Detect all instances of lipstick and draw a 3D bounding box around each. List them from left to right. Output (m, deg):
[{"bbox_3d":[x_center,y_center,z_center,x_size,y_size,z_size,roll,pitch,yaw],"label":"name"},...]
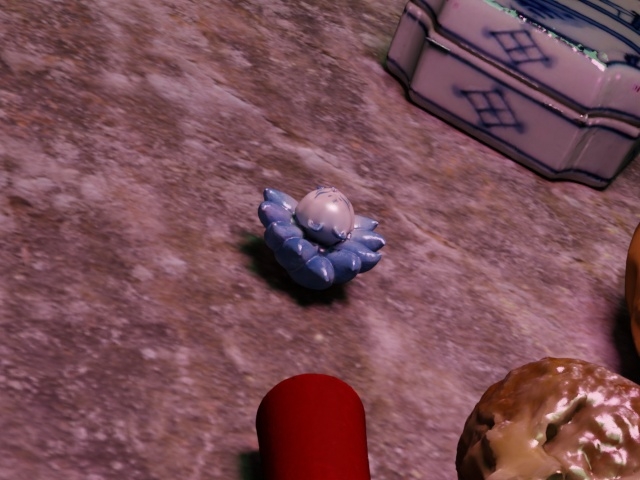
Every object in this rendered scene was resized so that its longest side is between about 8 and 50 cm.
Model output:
[{"bbox_3d":[0.001,0.178,1.279,0.080,0.080,0.241,18,27,-14],"label":"lipstick"}]

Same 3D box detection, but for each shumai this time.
[{"bbox_3d":[0.158,0.175,1.334,0.153,0.161,0.209,-2,54,-48],"label":"shumai"}]

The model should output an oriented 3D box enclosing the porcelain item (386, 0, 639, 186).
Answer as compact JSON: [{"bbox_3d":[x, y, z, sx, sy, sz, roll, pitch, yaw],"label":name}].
[{"bbox_3d":[0.236,-0.200,2.107,0.281,0.157,0.286,32,27,12],"label":"porcelain item"}]

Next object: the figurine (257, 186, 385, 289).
[{"bbox_3d":[0.000,0.000,1.611,0.114,0.079,0.114,26,23,-12],"label":"figurine"}]

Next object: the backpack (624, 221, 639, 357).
[{"bbox_3d":[0.444,0.067,1.733,0.378,0.201,0.353,19,28,-14],"label":"backpack"}]
